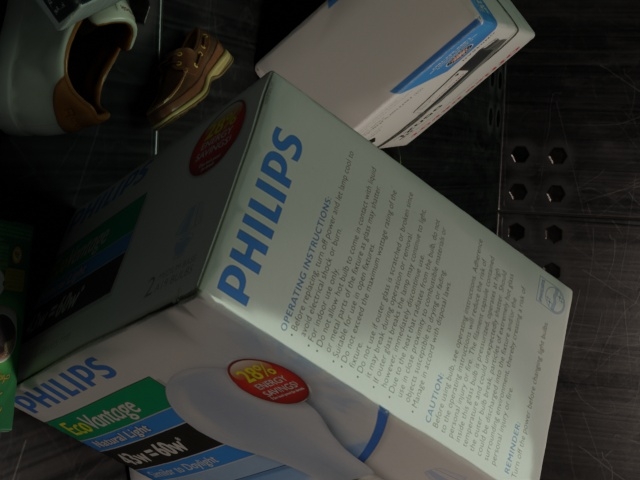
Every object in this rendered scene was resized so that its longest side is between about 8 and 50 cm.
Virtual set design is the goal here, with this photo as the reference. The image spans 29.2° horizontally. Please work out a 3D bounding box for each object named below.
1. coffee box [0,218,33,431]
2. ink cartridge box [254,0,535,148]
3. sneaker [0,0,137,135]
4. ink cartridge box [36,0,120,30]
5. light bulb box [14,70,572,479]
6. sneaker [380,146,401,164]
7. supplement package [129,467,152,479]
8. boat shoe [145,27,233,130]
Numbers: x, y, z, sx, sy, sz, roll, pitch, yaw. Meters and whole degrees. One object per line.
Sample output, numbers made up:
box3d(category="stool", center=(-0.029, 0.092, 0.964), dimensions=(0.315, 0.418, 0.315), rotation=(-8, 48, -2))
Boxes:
box3d(category="coffee box", center=(-0.296, 0.070, 1.033), dimensions=(0.113, 0.040, 0.184), rotation=(16, 78, -70))
box3d(category="ink cartridge box", center=(0.123, -0.274, 1.762), dimensions=(0.166, 0.285, 0.395), rotation=(53, 20, 7))
box3d(category="sneaker", center=(-0.211, -0.234, 1.102), dimensions=(0.106, 0.123, 0.290), rotation=(21, 72, -68))
box3d(category="ink cartridge box", center=(-0.211, -0.300, 1.033), dimensions=(0.206, 0.045, 0.208), rotation=(55, 35, -8))
box3d(category="light bulb box", center=(-0.034, 0.092, 1.116), dimensions=(0.361, 0.358, 0.225), rotation=(34, 53, -24))
box3d(category="sneaker", center=(0.093, -0.017, 2.043), dimensions=(0.121, 0.111, 0.300), rotation=(45, 53, -70))
box3d(category="supplement package", center=(-0.116, 0.174, 1.427), dimensions=(0.244, 0.134, 0.139), rotation=(-47, 137, -62))
box3d(category="boat shoe", center=(-0.157, -0.182, 1.372), dimensions=(0.060, 0.064, 0.178), rotation=(51, 34, -18))
